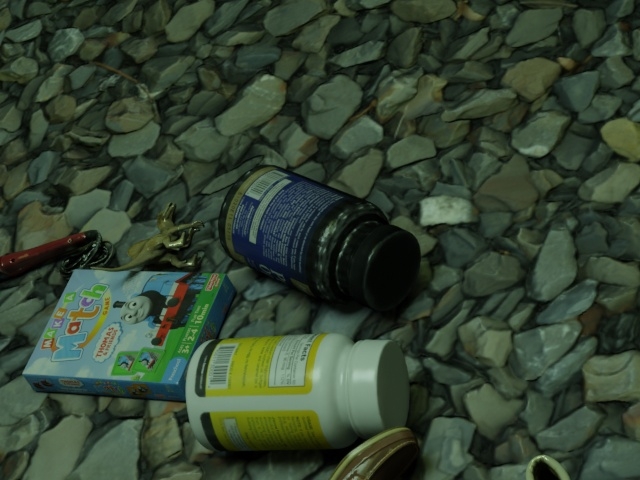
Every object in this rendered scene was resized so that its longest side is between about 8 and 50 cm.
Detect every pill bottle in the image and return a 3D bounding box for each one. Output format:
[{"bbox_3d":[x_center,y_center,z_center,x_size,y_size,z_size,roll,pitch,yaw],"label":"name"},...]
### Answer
[{"bbox_3d":[-0.022,0.156,1.615,0.209,0.119,0.119,-4,48,22],"label":"pill bottle"},{"bbox_3d":[0.000,0.000,1.748,0.219,0.122,0.123,23,62,39],"label":"pill bottle"}]

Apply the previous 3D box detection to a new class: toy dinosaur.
[{"bbox_3d":[-0.194,0.012,1.873,0.093,0.053,0.183,-2,25,24],"label":"toy dinosaur"}]

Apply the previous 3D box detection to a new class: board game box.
[{"bbox_3d":[-0.221,0.106,1.814,0.212,0.039,0.160,0,50,27],"label":"board game box"}]

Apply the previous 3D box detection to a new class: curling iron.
[{"bbox_3d":[-0.387,0.039,1.959,0.274,0.035,0.068,-12,45,15],"label":"curling iron"}]

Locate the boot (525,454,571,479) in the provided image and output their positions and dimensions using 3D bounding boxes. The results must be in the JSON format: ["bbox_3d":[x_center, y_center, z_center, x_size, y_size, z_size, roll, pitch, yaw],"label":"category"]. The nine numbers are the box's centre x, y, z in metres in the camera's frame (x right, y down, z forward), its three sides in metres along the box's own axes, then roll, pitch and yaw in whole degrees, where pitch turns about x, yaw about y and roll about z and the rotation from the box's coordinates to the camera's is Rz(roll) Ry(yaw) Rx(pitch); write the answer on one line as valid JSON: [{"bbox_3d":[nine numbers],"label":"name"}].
[{"bbox_3d":[0.222,0.268,1.419,0.059,0.084,0.158,-21,45,4],"label":"boot"}]

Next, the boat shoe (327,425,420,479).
[{"bbox_3d":[0.034,0.257,1.538,0.178,0.064,0.060,-41,50,-6],"label":"boat shoe"}]
